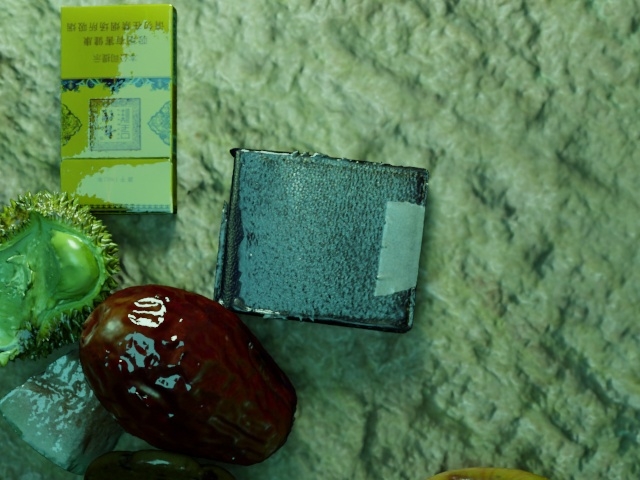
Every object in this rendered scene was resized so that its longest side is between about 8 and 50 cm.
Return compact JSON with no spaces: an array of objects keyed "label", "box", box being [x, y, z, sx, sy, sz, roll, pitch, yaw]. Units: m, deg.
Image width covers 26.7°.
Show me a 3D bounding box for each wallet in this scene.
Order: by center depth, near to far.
[{"label":"wallet","box":[0.000,0.000,1.745,0.262,0.071,0.221,6,84,4]}]

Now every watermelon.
[{"label":"watermelon","box":[-0.296,0.188,1.766,0.154,0.094,0.241,42,90,0]}]

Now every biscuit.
[{"label":"biscuit","box":[-0.195,0.315,1.697,0.212,0.212,0.036,4,57,7]}]

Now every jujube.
[{"label":"jujube","box":[-0.163,0.171,1.668,0.290,0.197,0.197,36,93,-26]}]

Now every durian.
[{"label":"durian","box":[-0.365,0.049,1.723,0.237,0.176,0.200,-41,90,3]}]

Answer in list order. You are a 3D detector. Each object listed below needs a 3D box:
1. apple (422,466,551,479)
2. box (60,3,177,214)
[{"label":"apple","box":[0.202,0.417,1.595,0.299,0.299,0.275,-2,102,7]},{"label":"box","box":[-0.267,-0.173,1.789,0.153,0.041,0.279,0,88,5]}]
